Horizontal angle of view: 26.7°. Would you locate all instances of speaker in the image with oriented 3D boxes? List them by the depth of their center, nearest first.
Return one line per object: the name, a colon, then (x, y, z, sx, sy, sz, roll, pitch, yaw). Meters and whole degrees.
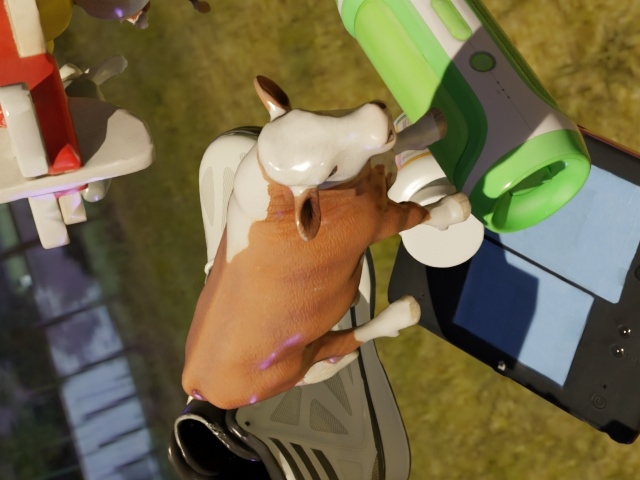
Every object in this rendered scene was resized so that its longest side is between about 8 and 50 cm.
speaker: (0.126, -0.152, 1.246, 0.296, 0.131, 0.131, 60, 168, 27)

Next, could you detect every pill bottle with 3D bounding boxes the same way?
pill bottle: (0.131, -0.061, 1.496, 0.208, 0.117, 0.118, -87, -14, -60)

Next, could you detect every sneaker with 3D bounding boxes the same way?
sneaker: (-0.060, 0.093, 1.392, 0.257, 0.169, 0.448, -11, -100, -59)

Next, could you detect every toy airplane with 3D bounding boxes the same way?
toy airplane: (-0.253, -0.189, 1.204, 0.386, 0.272, 0.384, 1, 120, 64)

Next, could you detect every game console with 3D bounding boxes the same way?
game console: (0.269, 0.019, 1.634, 0.386, 0.060, 0.342, 30, 116, 30)

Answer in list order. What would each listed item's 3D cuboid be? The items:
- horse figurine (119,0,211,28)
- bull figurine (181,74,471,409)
horse figurine: (-0.170, -0.329, 1.325, 0.174, 0.066, 0.263, -142, 39, -60)
bull figurine: (0.000, 0.000, 0.917, 0.101, 0.188, 0.310, 58, 140, 28)
